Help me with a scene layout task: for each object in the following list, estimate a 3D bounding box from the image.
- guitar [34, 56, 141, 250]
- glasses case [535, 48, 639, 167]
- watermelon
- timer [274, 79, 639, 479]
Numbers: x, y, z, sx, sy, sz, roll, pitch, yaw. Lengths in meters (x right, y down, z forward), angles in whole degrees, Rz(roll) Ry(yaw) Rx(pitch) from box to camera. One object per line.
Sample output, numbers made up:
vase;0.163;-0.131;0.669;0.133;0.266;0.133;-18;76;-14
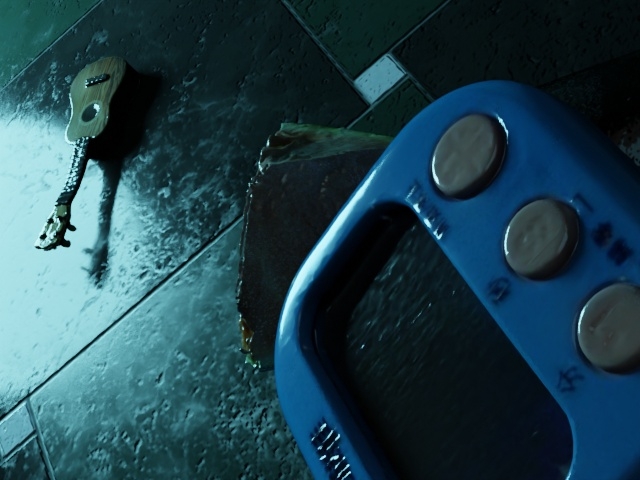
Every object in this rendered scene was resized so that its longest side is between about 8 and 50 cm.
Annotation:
guitar;-0.262;-0.093;1.265;0.084;0.038;0.271;-14;50;29
glasses case;0.226;-0.073;0.861;0.321;0.082;0.122;-18;52;28
watermelon;0.017;0.004;0.963;0.146;0.128;0.231;3;79;9
timer;0.115;0.076;0.757;0.309;0.115;0.340;-53;42;19
